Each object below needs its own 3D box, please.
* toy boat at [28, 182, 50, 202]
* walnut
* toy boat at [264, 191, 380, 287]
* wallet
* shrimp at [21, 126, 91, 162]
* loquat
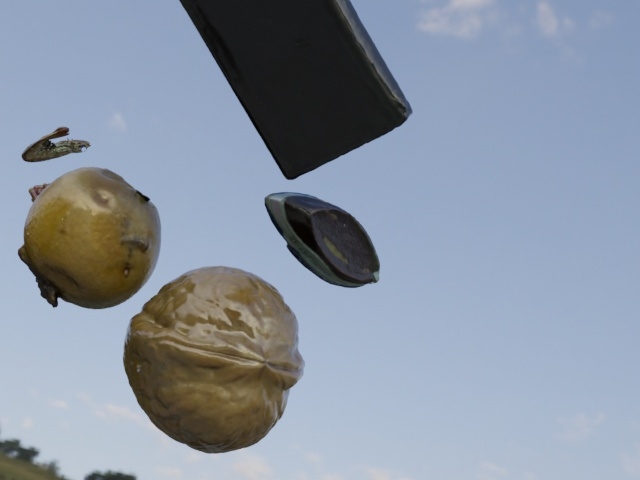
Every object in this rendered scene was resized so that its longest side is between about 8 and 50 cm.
[{"bbox_3d":[-0.542,-0.036,2.242,0.318,0.141,0.099,40,-24,-30],"label":"toy boat"},{"bbox_3d":[-0.161,0.182,1.473,0.252,0.277,0.313,51,-26,-24],"label":"walnut"},{"bbox_3d":[0.000,0.000,1.619,0.115,0.114,0.262,9,-26,44],"label":"toy boat"},{"bbox_3d":[-0.057,-0.303,1.354,0.228,0.062,0.406,-24,-77,26],"label":"wallet"},{"bbox_3d":[-0.552,-0.212,2.021,0.178,0.034,0.124,-17,-15,-44],"label":"shrimp"},{"bbox_3d":[-0.378,0.003,1.555,0.244,0.243,0.244,9,-28,5],"label":"loquat"}]
